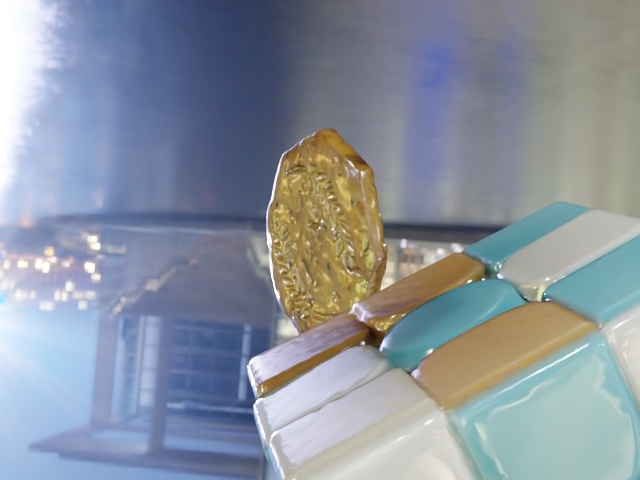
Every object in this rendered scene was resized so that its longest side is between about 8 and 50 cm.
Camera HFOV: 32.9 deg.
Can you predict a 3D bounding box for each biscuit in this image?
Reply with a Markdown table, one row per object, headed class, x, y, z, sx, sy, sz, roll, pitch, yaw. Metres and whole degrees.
| class | x | y | z | sx | sy | sz | roll | pitch | yaw |
| --- | --- | --- | --- | --- | --- | --- | --- | --- | --- |
| biscuit | 0.000 | -0.001 | 1.732 | 0.046 | 0.359 | 0.359 | -4 | -176 | -30 |

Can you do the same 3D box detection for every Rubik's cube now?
| class | x | y | z | sx | sy | sz | roll | pitch | yaw |
| --- | --- | --- | --- | --- | --- | --- | --- | --- | --- |
| Rubik's cube | 0.171 | 0.201 | 0.858 | 0.346 | 0.347 | 0.344 | -28 | -171 | -3 |
